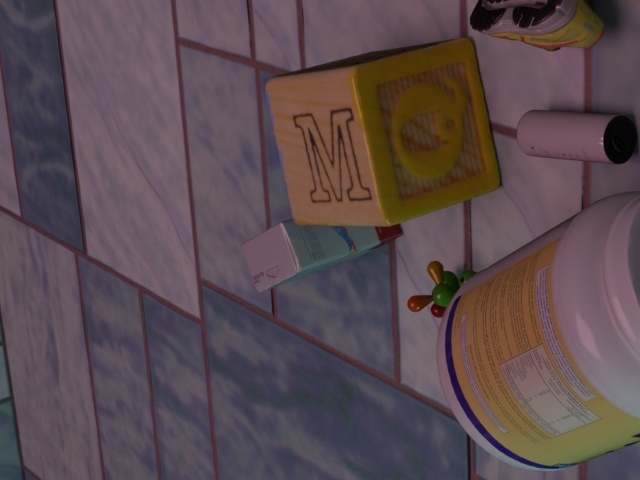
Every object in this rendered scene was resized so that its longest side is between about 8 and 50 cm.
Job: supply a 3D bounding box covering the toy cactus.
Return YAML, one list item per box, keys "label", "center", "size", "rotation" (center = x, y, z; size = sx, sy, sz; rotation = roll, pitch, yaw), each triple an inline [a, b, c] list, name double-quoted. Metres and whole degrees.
- label: "toy cactus"
  center: [0.198, 0.121, 1.811]
  size: [0.219, 0.112, 0.181]
  rotation: [30, 147, 55]

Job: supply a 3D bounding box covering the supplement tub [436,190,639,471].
- label: "supplement tub"
  center: [0.297, 0.092, 1.527]
  size: [0.331, 0.241, 0.241]
  rotation: [-37, 74, 56]

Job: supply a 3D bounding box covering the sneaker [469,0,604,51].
- label: "sneaker"
  center: [0.236, -0.242, 1.607]
  size: [0.081, 0.094, 0.208]
  rotation: [-62, 24, 6]

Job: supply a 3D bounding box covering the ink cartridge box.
- label: "ink cartridge box"
  center: [0.000, 0.000, 1.978]
  size: [0.127, 0.175, 0.072]
  rotation: [-27, 82, 57]

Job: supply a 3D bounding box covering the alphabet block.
- label: "alphabet block"
  center: [0.074, -0.130, 1.797]
  size: [0.197, 0.192, 0.194]
  rotation: [2, 109, 57]

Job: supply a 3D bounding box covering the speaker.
- label: "speaker"
  center: [0.281, -0.114, 1.620]
  size: [0.136, 0.055, 0.055]
  rotation: [11, 114, 54]
